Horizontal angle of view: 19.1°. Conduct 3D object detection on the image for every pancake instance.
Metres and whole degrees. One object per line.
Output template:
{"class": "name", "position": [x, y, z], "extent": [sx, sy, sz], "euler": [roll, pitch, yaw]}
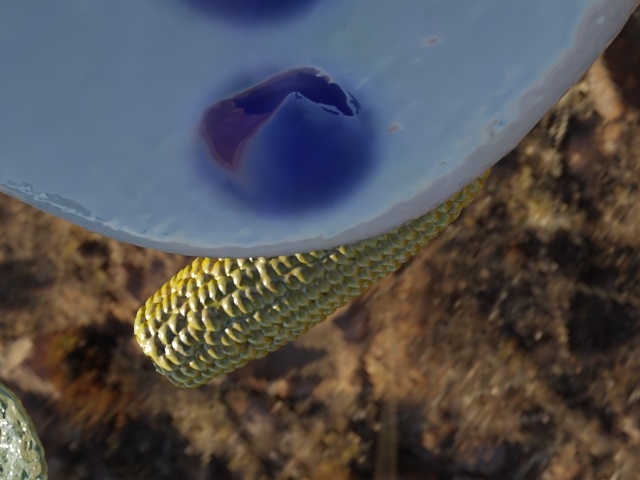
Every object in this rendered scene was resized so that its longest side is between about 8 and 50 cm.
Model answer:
{"class": "pancake", "position": [-0.245, 0.165, 1.414], "extent": [0.116, 0.022, 0.129], "euler": [38, 127, 22]}

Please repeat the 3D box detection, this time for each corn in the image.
{"class": "corn", "position": [0.000, 0.000, 1.332], "extent": [0.310, 0.101, 0.101], "euler": [-39, 94, 16]}

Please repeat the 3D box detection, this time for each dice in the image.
{"class": "dice", "position": [-0.052, -0.197, 0.700], "extent": [0.304, 0.304, 0.277], "euler": [27, 119, -33]}
